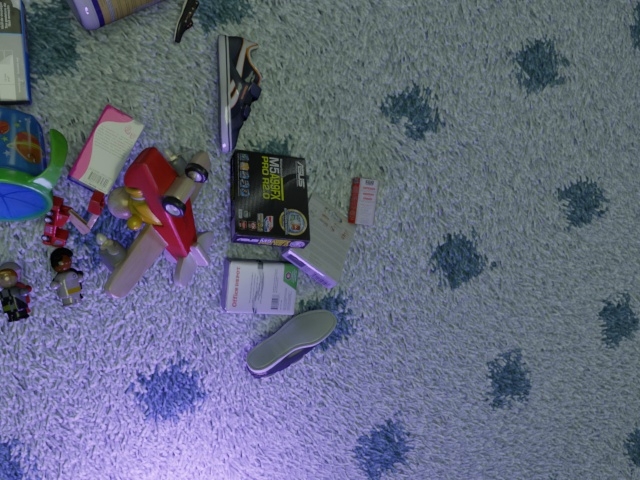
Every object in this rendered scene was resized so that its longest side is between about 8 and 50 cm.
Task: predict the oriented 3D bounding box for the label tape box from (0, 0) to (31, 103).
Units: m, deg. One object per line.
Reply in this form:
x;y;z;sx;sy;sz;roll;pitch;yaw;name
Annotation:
-0.899;-0.459;1.641;0.347;0.115;0.249;-4;97;-21;label tape box

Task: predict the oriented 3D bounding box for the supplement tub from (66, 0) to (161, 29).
-0.491;-0.698;1.690;0.331;0.241;0.241;-29;104;-15;supplement tub

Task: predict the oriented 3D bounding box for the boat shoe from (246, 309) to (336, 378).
-0.087;0.311;2.026;0.302;0.091;0.114;-25;60;-14;boat shoe

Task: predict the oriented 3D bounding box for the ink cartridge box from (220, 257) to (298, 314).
-0.180;0.133;1.971;0.208;0.087;0.153;5;94;-21;ink cartridge box

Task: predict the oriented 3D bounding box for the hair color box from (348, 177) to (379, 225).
0.133;-0.120;2.073;0.071;0.043;0.141;6;94;-29;hair color box

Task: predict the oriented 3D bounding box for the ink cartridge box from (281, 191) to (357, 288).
0.000;0.000;2.018;0.189;0.066;0.232;36;46;-20;ink cartridge box

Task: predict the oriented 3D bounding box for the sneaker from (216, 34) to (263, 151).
-0.224;-0.407;1.877;0.127;0.126;0.322;0;94;-14;sneaker

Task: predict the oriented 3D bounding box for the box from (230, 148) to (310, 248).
-0.144;-0.117;1.908;0.216;0.060;0.270;6;65;-19;box

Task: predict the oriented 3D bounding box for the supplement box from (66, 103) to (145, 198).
-0.566;-0.235;1.783;0.111;0.114;0.220;29;87;-20;supplement box

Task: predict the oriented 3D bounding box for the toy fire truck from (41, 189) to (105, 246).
-0.643;-0.054;1.754;0.135;0.047;0.192;16;125;-12;toy fire truck

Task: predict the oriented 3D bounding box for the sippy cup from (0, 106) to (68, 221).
-0.772;-0.192;1.645;0.305;0.240;0.224;0;67;-16;sippy cup

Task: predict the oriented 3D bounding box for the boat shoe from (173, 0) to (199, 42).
-0.368;-0.601;1.845;0.042;0.049;0.133;20;85;-12;boat shoe

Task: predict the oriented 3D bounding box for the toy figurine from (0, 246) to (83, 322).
-0.715;0.107;1.717;0.212;0.209;0.148;-15;95;-18;toy figurine

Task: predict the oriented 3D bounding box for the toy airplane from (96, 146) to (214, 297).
-0.426;-0.061;1.770;0.272;0.386;0.385;17;101;12;toy airplane
